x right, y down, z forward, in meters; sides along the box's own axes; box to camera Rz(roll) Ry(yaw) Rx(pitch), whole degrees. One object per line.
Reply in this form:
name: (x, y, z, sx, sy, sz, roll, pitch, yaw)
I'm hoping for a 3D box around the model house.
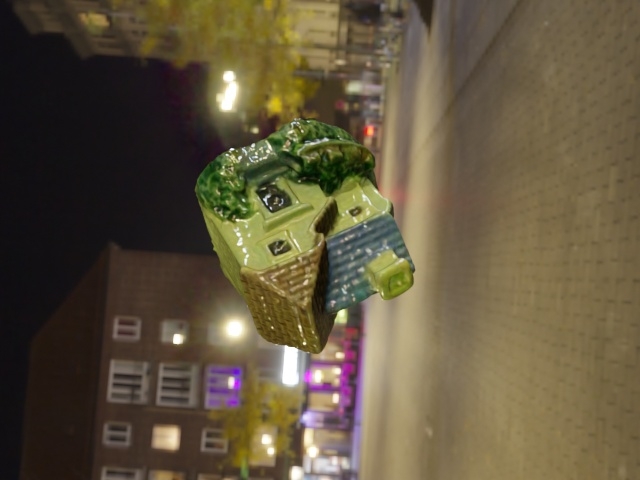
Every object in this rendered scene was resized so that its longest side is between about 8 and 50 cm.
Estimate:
model house: (0.000, 0.000, 1.130, 0.195, 0.214, 0.189, 83, 161, -49)
